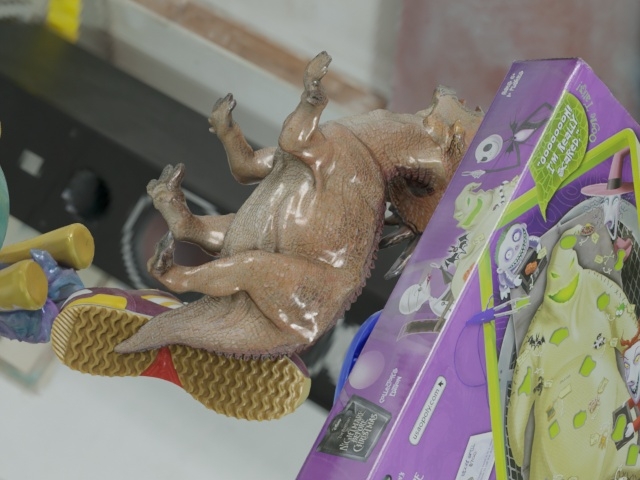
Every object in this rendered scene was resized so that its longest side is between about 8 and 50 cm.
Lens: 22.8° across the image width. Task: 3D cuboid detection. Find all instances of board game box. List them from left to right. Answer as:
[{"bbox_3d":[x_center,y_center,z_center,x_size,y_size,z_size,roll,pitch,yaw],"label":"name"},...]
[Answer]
[{"bbox_3d":[0.085,0.118,0.703,0.208,0.056,0.346,44,67,-38],"label":"board game box"}]

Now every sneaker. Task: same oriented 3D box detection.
[{"bbox_3d":[-0.094,0.070,1.130,0.084,0.186,0.069,-78,-175,-71],"label":"sneaker"}]

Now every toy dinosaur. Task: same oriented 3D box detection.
[{"bbox_3d":[0.000,0.000,1.065,0.295,0.200,0.127,-51,-156,0],"label":"toy dinosaur"}]

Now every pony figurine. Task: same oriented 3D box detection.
[{"bbox_3d":[-0.390,0.026,1.349,0.351,0.364,0.302,60,28,-52],"label":"pony figurine"}]

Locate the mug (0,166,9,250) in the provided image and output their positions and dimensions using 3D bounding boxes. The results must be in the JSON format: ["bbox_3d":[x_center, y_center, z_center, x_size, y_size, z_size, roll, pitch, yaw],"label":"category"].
[{"bbox_3d":[-0.271,-0.016,1.014,0.129,0.158,0.097,-55,157,5],"label":"mug"}]

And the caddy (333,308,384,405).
[{"bbox_3d":[0.116,0.231,1.582,0.241,0.179,0.341,-45,126,-53],"label":"caddy"}]
